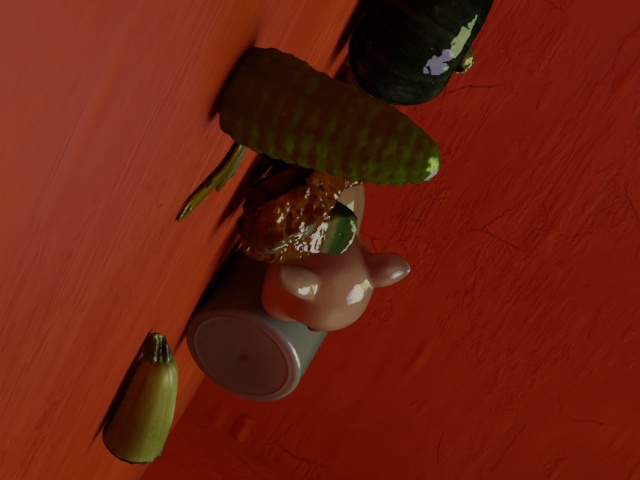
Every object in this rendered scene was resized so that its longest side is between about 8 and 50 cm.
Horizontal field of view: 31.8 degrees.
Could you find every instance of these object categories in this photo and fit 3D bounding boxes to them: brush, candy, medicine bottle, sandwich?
[{"bbox_3d":[-0.117,-0.069,1.257,0.083,0.011,0.205,-59,179,30],"label":"brush"},{"bbox_3d":[0.011,-0.103,1.017,0.097,0.209,0.097,22,90,-80],"label":"candy"},{"bbox_3d":[-0.105,0.147,2.137,0.232,0.238,0.238,-57,178,-45],"label":"medicine bottle"},{"bbox_3d":[-0.013,-0.047,1.697,0.250,0.162,0.301,-21,-167,39],"label":"sandwich"}]

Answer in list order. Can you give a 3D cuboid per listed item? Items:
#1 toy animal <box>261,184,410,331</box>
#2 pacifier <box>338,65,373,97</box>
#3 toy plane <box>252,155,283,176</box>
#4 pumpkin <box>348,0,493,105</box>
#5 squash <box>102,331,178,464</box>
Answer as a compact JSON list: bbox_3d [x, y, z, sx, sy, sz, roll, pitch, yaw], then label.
[{"bbox_3d":[0.000,0.000,1.962,0.269,0.237,0.326,-141,-129,-65],"label":"toy animal"},{"bbox_3d":[0.100,-0.228,2.239,0.332,0.273,0.220,-58,-137,14],"label":"pacifier"},{"bbox_3d":[-0.056,-0.141,1.709,0.060,0.037,0.145,-55,-179,33],"label":"toy plane"},{"bbox_3d":[0.174,-0.361,1.859,0.300,0.207,0.300,-59,179,-2],"label":"pumpkin"},{"bbox_3d":[-0.248,0.213,1.597,0.094,0.094,0.224,-59,171,-53],"label":"squash"}]
